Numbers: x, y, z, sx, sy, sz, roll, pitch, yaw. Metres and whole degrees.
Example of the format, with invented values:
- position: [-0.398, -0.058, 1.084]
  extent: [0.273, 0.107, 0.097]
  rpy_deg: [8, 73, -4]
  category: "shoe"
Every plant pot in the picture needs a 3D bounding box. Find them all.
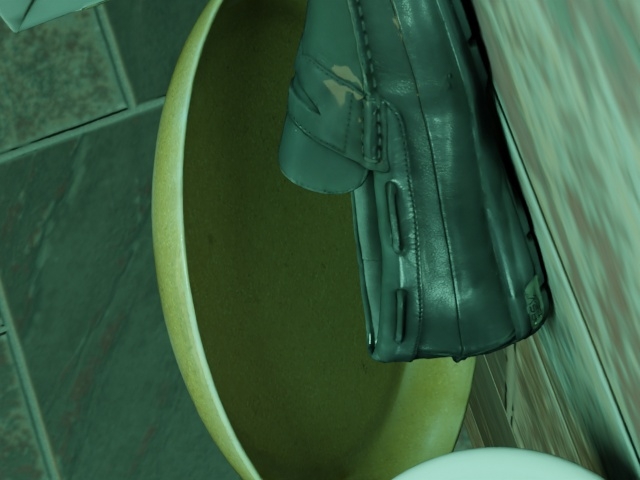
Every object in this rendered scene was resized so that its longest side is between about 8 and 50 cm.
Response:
- position: [0.000, 0.000, 0.687]
  extent: [0.236, 0.032, 0.236]
  rpy_deg: [19, -113, -58]
  category: "plant pot"

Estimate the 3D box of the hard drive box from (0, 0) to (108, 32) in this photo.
- position: [-0.099, -0.239, 0.792]
  extent: [0.089, 0.181, 0.232]
  rpy_deg: [64, -173, -70]
  category: "hard drive box"

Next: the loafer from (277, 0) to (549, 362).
- position: [0.020, -0.044, 0.614]
  extent: [0.076, 0.078, 0.223]
  rpy_deg: [-109, -1, -56]
  category: "loafer"

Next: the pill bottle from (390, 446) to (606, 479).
- position: [0.068, 0.152, 0.645]
  extent: [0.221, 0.124, 0.124]
  rpy_deg: [65, -175, -74]
  category: "pill bottle"
